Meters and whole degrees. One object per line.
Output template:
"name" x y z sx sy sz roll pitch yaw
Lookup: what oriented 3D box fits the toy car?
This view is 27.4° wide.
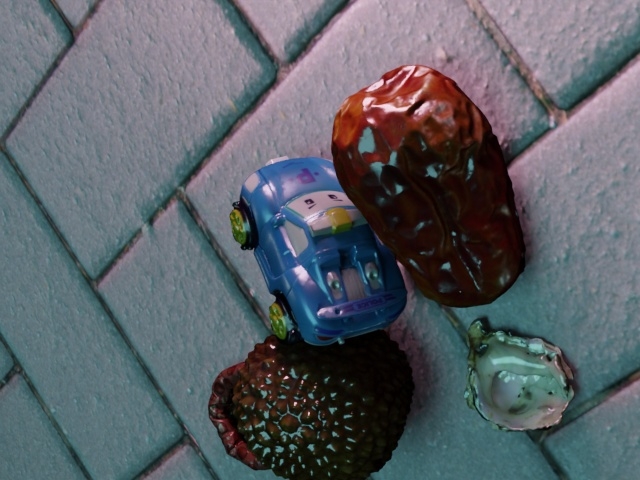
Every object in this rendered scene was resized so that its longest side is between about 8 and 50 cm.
"toy car" 0.000 0.000 1.877 0.314 0.198 0.166 67 154 22

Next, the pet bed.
"pet bed" -0.112 0.299 2.224 0.201 0.053 0.201 16 113 41

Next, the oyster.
"oyster" 0.273 0.189 1.856 0.163 0.081 0.191 -28 71 19

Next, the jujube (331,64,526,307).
"jujube" 0.150 -0.062 1.777 0.216 0.216 0.342 -16 110 42

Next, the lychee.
"lychee" 0.000 0.232 1.944 0.268 0.267 0.267 15 115 36
